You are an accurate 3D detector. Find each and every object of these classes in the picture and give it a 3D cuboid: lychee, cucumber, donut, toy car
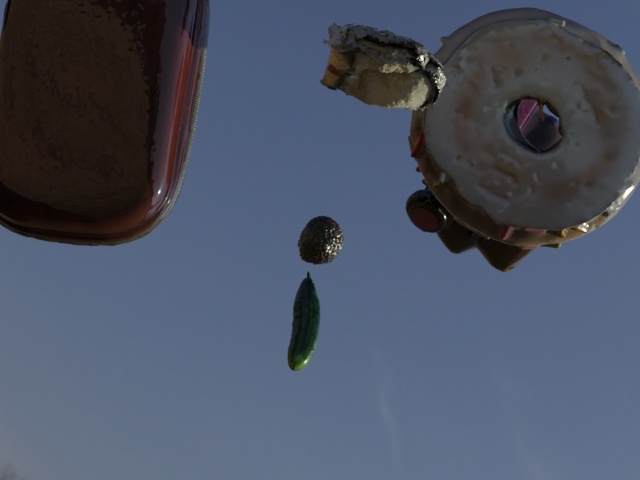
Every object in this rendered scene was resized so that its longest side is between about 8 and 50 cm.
[{"bbox_3d":[0.000,0.000,1.794,0.083,0.068,0.067,-121,-160,-66],"label":"lychee"},{"bbox_3d":[-0.018,0.104,1.607,0.037,0.155,0.037,4,-41,3],"label":"cucumber"},{"bbox_3d":[0.318,-0.167,1.968,0.382,0.382,0.142,36,-9,3],"label":"donut"},{"bbox_3d":[0.324,-0.099,2.260,0.240,0.271,0.341,37,-36,0],"label":"toy car"}]

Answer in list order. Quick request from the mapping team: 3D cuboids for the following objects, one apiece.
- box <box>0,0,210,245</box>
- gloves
[{"bbox_3d":[-0.276,-0.191,1.557,0.263,0.404,0.108,7,-11,6],"label":"box"},{"bbox_3d":[0.079,-0.216,1.549,0.153,0.070,0.114,19,-40,8],"label":"gloves"}]
